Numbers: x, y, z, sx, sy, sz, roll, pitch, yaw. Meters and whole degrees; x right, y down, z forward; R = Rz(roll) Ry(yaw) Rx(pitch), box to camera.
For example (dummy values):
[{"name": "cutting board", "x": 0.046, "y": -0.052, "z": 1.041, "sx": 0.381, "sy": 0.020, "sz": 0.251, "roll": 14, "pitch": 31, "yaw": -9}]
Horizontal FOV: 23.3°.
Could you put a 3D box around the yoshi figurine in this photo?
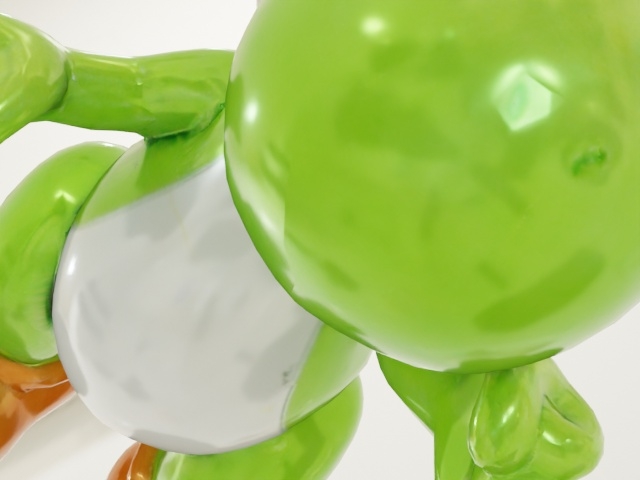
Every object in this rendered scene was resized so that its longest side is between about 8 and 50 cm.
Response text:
[{"name": "yoshi figurine", "x": -0.017, "y": 0.008, "z": 0.442, "sx": 0.203, "sy": 0.203, "sz": 0.362, "roll": 9, "pitch": -40, "yaw": -36}]
